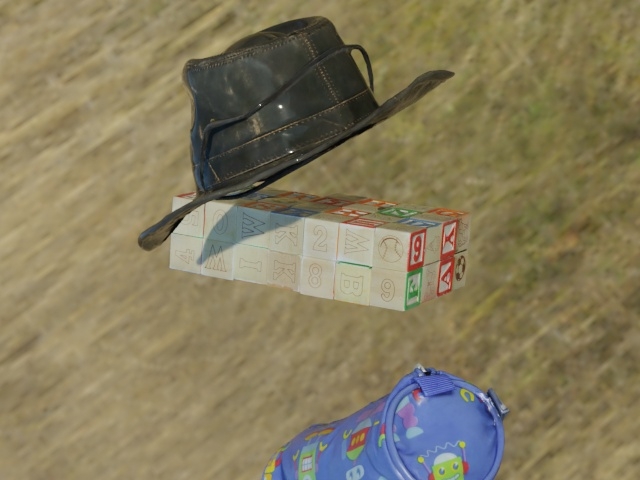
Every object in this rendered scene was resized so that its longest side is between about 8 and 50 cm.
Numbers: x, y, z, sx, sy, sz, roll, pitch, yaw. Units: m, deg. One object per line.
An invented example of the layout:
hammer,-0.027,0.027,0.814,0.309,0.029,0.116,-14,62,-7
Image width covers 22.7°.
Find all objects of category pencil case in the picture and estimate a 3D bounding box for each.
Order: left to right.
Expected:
pencil case,0.051,0.206,1.476,0.306,0.119,0.133,141,127,-58

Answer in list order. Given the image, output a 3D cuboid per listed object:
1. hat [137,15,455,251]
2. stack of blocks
hat,-0.053,-0.119,1.414,0.134,0.331,0.331,60,157,-4
stack of blocks,0.000,0.000,1.807,0.297,0.171,0.087,10,103,26
